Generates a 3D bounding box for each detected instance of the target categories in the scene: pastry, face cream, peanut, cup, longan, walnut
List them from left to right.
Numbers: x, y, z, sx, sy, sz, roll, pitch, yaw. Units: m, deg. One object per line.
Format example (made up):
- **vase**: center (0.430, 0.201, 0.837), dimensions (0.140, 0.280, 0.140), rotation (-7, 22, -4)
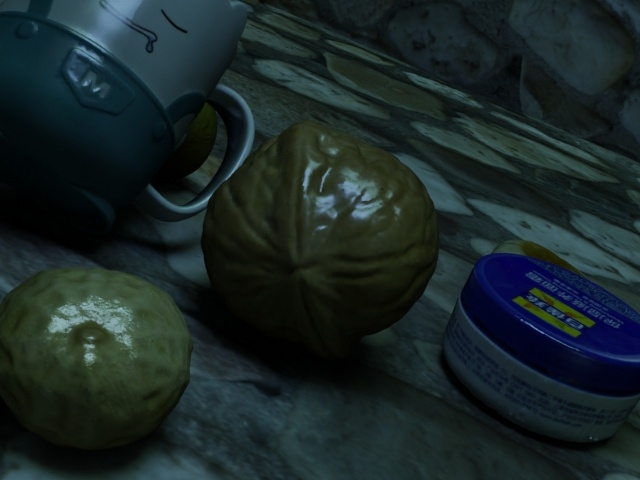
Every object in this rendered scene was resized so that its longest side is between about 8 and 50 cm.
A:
- **peanut**: center (-0.160, 0.078, 0.720), dimensions (0.141, 0.109, 0.159), rotation (3, 19, -9)
- **cup**: center (-0.202, -0.147, 1.027), dimensions (0.290, 0.257, 0.219), rotation (38, -25, -20)
- **longan**: center (-0.202, -0.132, 1.204), dimensions (0.155, 0.176, 0.145), rotation (2, -25, 9)
- **walnut**: center (0.000, 0.000, 0.952), dimensions (0.228, 0.228, 0.228), rotation (19, 20, -7)
- **pastry**: center (0.260, 0.064, 1.217), dimensions (0.156, 0.092, 0.156), rotation (18, 23, -8)
- **face cream**: center (0.230, 0.109, 1.039), dimensions (0.206, 0.111, 0.206), rotation (18, 21, -7)
